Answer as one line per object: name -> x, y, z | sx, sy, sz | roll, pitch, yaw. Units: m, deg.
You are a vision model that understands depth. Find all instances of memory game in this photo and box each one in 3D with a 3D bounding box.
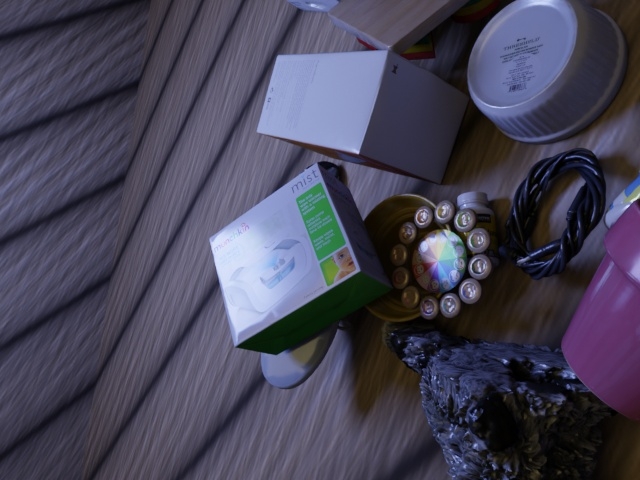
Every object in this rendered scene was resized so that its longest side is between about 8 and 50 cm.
memory game -> 0.179, 0.029, 0.746 | 0.186, 0.012, 0.187 | -14, 71, 46

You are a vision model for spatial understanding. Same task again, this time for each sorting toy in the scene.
sorting toy -> 0.181, -0.426, 0.877 | 0.257, 0.089, 0.255 | -37, 42, 3

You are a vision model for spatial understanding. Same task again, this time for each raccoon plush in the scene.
raccoon plush -> 0.236, 0.295, 0.678 | 0.446, 0.215, 0.300 | -151, 59, -80

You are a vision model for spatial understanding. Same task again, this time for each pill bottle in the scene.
pill bottle -> 0.246, -0.015, 0.773 | 0.065, 0.065, 0.117 | -18, 67, 48

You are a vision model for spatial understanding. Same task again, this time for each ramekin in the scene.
ramekin -> 0.317, -0.256, 0.712 | 0.207, 0.108, 0.208 | -16, 68, 48

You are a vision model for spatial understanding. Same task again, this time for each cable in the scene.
cable -> 0.317, -0.040, 0.667 | 0.185, 0.047, 0.151 | -63, 15, 16

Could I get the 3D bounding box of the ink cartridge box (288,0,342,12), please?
ink cartridge box -> 0.030, -0.771, 1.159 | 0.279, 0.160, 0.385 | 36, 109, 49

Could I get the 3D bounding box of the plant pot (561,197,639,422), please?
plant pot -> 0.362, 0.084, 0.506 | 0.201, 0.201, 0.180 | 57, 133, 42

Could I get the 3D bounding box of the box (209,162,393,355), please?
box -> -0.042, 0.038, 0.863 | 0.261, 0.126, 0.231 | -32, 58, 20

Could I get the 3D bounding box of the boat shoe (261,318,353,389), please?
boat shoe -> 0.003, 0.121, 0.985 | 0.135, 0.156, 0.368 | 15, 81, 24

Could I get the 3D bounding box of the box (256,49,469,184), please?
box -> 0.065, -0.240, 0.937 | 0.345, 0.214, 0.169 | 26, 101, 51

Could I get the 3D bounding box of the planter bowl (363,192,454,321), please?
planter bowl -> 0.160, 0.034, 0.844 | 0.217, 0.090, 0.218 | -15, 69, 46

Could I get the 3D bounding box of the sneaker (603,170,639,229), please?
sneaker -> 0.435, -0.106, 0.565 | 0.240, 0.091, 0.126 | -42, 33, 38

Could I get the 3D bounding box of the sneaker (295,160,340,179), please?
sneaker -> -0.036, -0.073, 1.126 | 0.086, 0.132, 0.229 | 36, 76, 19
